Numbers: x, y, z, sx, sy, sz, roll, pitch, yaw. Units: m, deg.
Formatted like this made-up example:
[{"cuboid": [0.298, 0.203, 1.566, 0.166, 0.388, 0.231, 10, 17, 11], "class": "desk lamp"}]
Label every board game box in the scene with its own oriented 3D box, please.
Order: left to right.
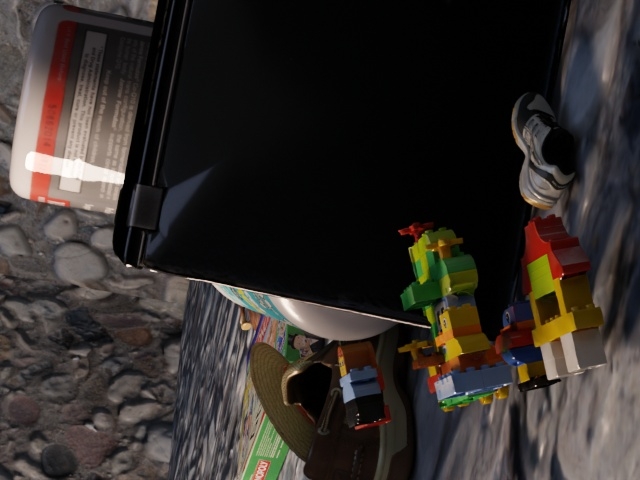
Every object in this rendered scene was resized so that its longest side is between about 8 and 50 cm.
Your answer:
[{"cuboid": [-0.046, 0.144, 1.825, 0.317, 0.046, 0.214, 110, 166, -50], "class": "board game box"}]

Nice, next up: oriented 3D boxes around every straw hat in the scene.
[{"cuboid": [-0.007, 0.144, 1.473, 0.061, 0.144, 0.144, -32, 26, 15], "class": "straw hat"}]

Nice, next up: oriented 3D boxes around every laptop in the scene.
[{"cuboid": [0.002, -0.148, 1.106, 0.408, 0.236, 0.382, -174, 96, -80], "class": "laptop"}]

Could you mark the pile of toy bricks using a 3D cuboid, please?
[{"cuboid": [0.070, 0.038, 0.842, 0.212, 0.118, 0.105, 133, 127, -73], "class": "pile of toy bricks"}]

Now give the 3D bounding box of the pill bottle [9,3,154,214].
[{"cuboid": [-0.134, -0.117, 1.619, 0.210, 0.362, 0.210, -170, 90, -82], "class": "pill bottle"}]

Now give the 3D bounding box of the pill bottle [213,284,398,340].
[{"cuboid": [0.000, 0.000, 1.227, 0.264, 0.146, 0.146, -169, 88, -68], "class": "pill bottle"}]

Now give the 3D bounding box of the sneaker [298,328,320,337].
[{"cuboid": [0.035, -0.022, 1.417, 0.097, 0.084, 0.235, -10, -64, -79], "class": "sneaker"}]

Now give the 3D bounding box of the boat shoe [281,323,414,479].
[{"cuboid": [0.017, 0.111, 1.243, 0.257, 0.095, 0.095, -97, 18, -63], "class": "boat shoe"}]

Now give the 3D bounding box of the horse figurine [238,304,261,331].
[{"cuboid": [-0.072, 0.011, 2.097, 0.174, 0.066, 0.263, -99, 22, -50], "class": "horse figurine"}]

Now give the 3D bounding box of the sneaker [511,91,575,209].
[{"cuboid": [0.135, -0.059, 0.890, 0.037, 0.032, 0.083, 127, 148, -46], "class": "sneaker"}]
